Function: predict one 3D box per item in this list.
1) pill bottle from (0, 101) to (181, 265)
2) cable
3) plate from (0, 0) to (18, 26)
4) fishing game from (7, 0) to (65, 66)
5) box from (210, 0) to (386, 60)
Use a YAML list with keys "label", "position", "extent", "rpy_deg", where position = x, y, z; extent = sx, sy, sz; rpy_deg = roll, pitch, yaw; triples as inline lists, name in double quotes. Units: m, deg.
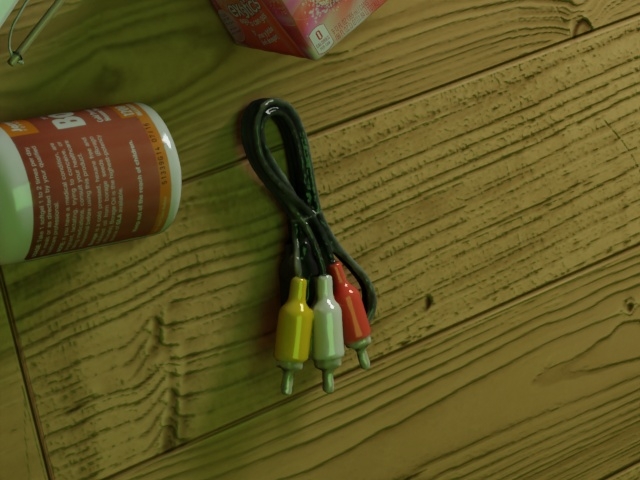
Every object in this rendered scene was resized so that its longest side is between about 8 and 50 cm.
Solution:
- label: "pill bottle"
  position: [-0.238, -0.046, 1.703]
  extent: [0.216, 0.121, 0.121]
  rpy_deg: [-12, 107, -32]
- label: "cable"
  position: [0.000, 0.000, 1.903]
  extent: [0.139, 0.072, 0.287]
  rpy_deg: [-16, 109, -36]
- label: "plate"
  position: [-0.256, -0.288, 1.529]
  extent: [0.278, 0.045, 0.277]
  rpy_deg: [-59, 166, -11]
- label: "fishing game"
  position: [-0.315, -0.273, 1.651]
  extent: [0.264, 0.041, 0.189]
  rpy_deg: [40, 77, -25]
- label: "box"
  position: [0.029, -0.316, 1.806]
  extent: [0.300, 0.142, 0.154]
  rpy_deg: [-41, 119, -19]
